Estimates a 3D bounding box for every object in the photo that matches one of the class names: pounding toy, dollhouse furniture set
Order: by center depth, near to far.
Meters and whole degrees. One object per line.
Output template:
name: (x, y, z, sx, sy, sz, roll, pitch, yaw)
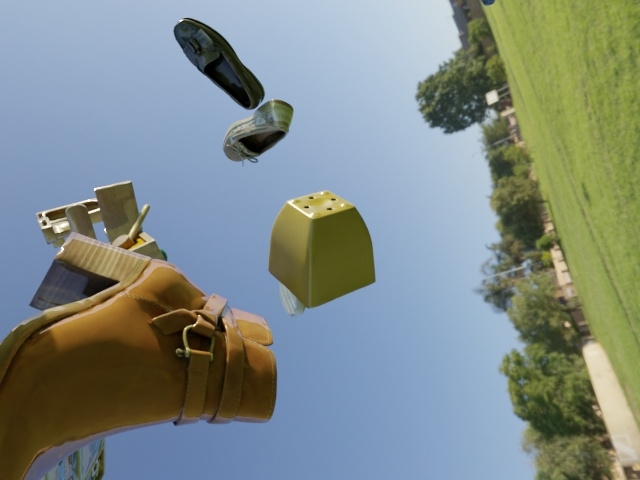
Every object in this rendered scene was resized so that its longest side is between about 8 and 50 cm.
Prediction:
pounding toy: (-0.293, 0.024, 0.669, 0.141, 0.130, 0.100, -29, -66, -25)
dollhouse furniture set: (-0.411, -0.062, 0.765, 0.144, 0.151, 0.123, -21, -46, -30)

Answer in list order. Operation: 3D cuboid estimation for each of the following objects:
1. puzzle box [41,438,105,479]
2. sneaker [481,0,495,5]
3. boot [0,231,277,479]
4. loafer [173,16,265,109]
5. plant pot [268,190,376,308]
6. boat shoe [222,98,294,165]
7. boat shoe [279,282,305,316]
puzzle box: (-0.492, 0.403, 0.857, 0.272, 0.052, 0.408, -100, 19, -70)
sneaker: (0.383, -0.623, 1.077, 0.170, 0.089, 0.051, 7, -75, -29)
boot: (-0.143, 0.127, 0.361, 0.220, 0.109, 0.283, 29, -156, -24)
loafer: (-0.247, -0.429, 1.080, 0.268, 0.096, 0.084, 40, -149, -19)
plant pot: (0.000, 0.000, 0.427, 0.081, 0.081, 0.083, -18, -57, -29)
boat shoe: (-0.180, -0.275, 1.195, 0.105, 0.285, 0.089, 18, -118, -34)
boat shoe: (-0.058, 0.082, 1.068, 0.076, 0.083, 0.226, 5, -132, -28)
